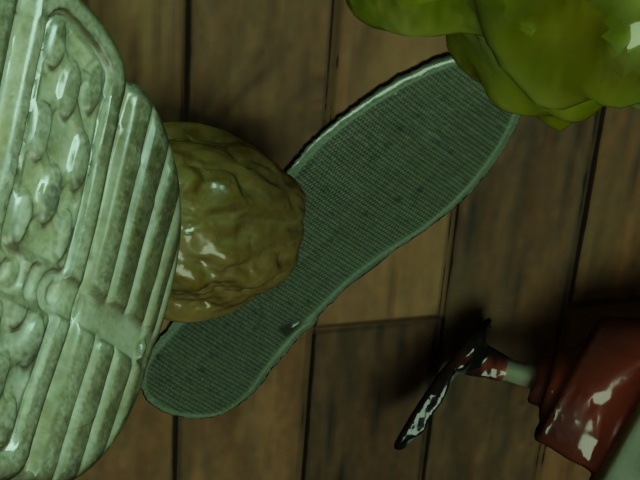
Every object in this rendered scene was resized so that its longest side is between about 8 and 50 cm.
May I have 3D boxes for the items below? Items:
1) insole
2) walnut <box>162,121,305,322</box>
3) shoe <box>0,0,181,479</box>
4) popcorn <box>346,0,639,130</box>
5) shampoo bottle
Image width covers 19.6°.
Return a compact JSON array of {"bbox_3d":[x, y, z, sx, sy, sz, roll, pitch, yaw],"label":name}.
[{"bbox_3d":[0.000,0.000,0.829,0.080,0.003,0.232,33,112,-32],"label":"insole"},{"bbox_3d":[-0.054,-0.007,0.759,0.096,0.079,0.082,5,88,-39],"label":"walnut"},{"bbox_3d":[-0.212,-0.040,0.638,0.198,0.171,0.351,-3,148,46],"label":"shoe"},{"bbox_3d":[0.124,-0.148,0.633,0.242,0.235,0.250,-20,163,13],"label":"popcorn"},{"bbox_3d":[0.183,0.099,0.857,0.284,0.071,0.153,19,96,8],"label":"shampoo bottle"}]
